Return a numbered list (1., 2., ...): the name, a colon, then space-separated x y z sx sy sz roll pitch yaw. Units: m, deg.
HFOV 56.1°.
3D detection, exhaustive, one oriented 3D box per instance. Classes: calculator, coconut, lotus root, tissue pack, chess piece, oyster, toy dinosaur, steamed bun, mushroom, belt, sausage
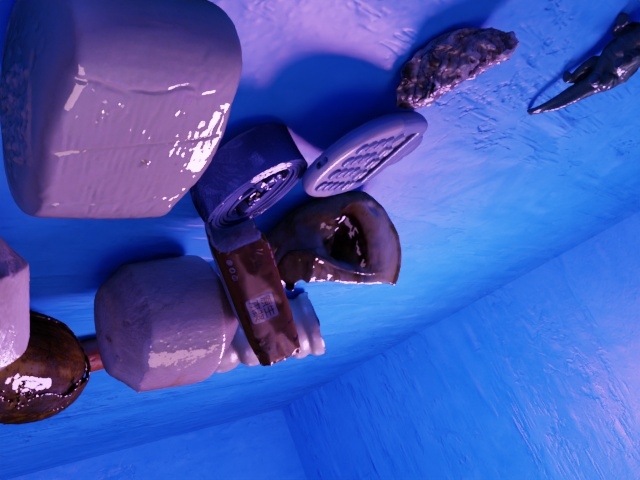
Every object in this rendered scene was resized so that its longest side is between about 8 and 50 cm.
1. calculator: 0.078 -0.138 0.960 0.188 0.042 0.302 -41 172 31
2. coconut: -0.268 0.148 1.100 0.265 0.237 0.237 -9 156 -37
3. lotus root: -0.541 0.221 1.051 0.179 0.196 0.397 -20 163 5
4. tissue pack: -0.118 0.074 1.014 0.091 0.226 0.183 -20 -155 -14
5. chess piece: -0.167 0.264 1.614 0.330 0.182 0.182 -15 159 -8
6. oyster: 0.187 -0.244 0.863 0.125 0.064 0.177 -8 157 -45
7. coconut: -0.470 0.095 0.744 0.202 0.222 0.202 8 -168 -2
8. toy dinosaur: 0.477 -0.294 1.028 0.292 0.079 0.120 -32 156 32
9. steamed bun: -0.198 -0.136 0.579 0.200 0.155 0.250 -8 149 -43
10. mushroom: -0.002 -0.002 1.189 0.217 0.212 0.292 14 -165 40
11. belt: -0.110 -0.092 0.886 0.190 0.082 0.141 -39 164 36
12. sausage: -0.482 0.251 1.353 0.197 0.076 0.076 -7 154 -36

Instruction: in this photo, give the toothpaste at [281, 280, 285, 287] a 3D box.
1. toothpaste: -0.054 0.054 1.353 0.371 0.080 0.125 -20 157 -31
